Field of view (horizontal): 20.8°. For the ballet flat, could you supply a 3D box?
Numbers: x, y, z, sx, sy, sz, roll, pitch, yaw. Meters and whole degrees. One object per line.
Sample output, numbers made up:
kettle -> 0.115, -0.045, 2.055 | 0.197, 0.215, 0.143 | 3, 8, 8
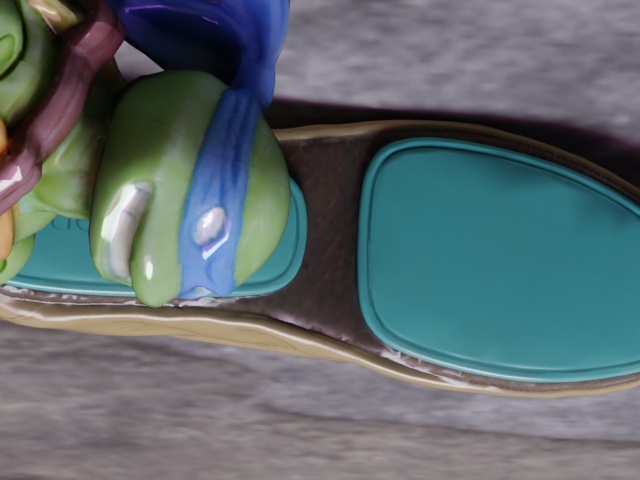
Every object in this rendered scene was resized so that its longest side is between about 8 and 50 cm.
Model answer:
ballet flat -> 0.000, 0.000, 0.523 | 0.232, 0.080, 0.073 | 10, 174, -10

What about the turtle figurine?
turtle figurine -> -0.159, 0.009, 0.371 | 0.266, 0.274, 0.198 | 21, -179, 8
